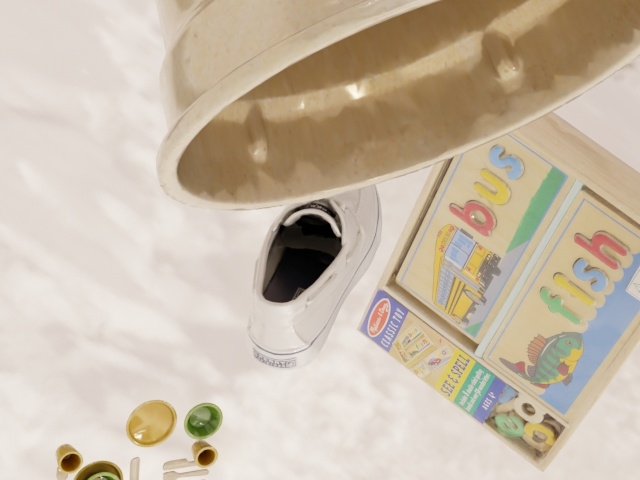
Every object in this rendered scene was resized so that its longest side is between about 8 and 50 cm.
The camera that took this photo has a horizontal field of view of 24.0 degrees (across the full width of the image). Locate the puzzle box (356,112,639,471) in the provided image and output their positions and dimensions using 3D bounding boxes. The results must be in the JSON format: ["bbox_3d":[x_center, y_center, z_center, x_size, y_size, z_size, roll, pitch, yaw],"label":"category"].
[{"bbox_3d":[0.206,0.045,1.566,0.272,0.409,0.052,37,51,14],"label":"puzzle box"}]

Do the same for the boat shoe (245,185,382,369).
[{"bbox_3d":[0.000,0.000,1.342,0.095,0.084,0.258,9,43,7],"label":"boat shoe"}]

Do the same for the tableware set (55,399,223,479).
[{"bbox_3d":[-0.160,0.192,1.339,0.154,0.104,0.024,-4,24,-25],"label":"tableware set"}]

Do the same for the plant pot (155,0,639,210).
[{"bbox_3d":[0.014,-0.224,0.926,0.334,0.334,0.305,6,62,-64],"label":"plant pot"}]
